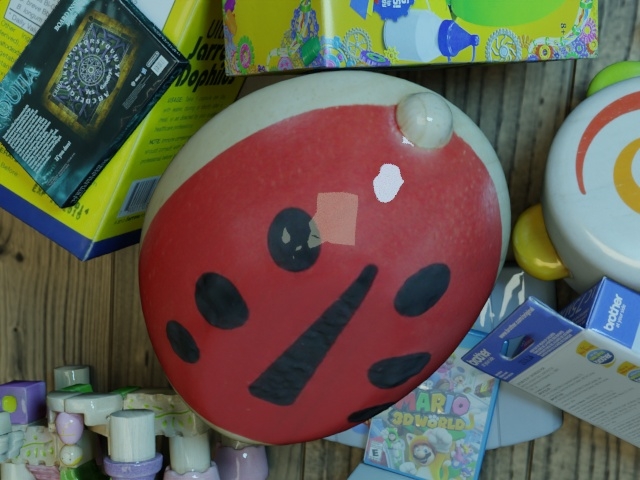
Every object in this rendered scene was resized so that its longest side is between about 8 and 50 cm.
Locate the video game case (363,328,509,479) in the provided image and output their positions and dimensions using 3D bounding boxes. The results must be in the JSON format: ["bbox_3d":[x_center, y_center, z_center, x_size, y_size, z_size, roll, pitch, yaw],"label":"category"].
[{"bbox_3d":[0.115,0.163,0.999,0.119,0.015,0.166,14,103,17],"label":"video game case"}]

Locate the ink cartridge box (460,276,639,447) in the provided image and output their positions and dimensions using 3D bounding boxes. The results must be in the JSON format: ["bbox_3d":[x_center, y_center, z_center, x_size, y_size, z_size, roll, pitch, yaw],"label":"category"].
[{"bbox_3d":[0.296,0.128,0.870,0.311,0.186,0.065,24,66,0],"label":"ink cartridge box"}]

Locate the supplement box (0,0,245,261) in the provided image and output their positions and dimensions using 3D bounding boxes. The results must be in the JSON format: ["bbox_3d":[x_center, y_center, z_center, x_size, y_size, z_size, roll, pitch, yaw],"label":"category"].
[{"bbox_3d":[-0.199,-0.189,1.008,0.194,0.195,0.357,32,108,11],"label":"supplement box"}]

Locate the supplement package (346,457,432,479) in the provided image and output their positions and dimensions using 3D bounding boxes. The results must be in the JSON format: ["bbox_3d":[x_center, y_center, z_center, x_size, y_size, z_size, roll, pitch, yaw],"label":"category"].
[{"bbox_3d":[0.069,0.297,1.003,0.105,0.179,0.105,14,102,16],"label":"supplement package"}]

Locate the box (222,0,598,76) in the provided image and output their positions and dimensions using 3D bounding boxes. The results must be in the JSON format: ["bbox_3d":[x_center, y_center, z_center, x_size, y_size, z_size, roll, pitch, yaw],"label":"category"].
[{"bbox_3d":[0.071,-0.290,0.833,0.177,0.279,0.290,11,107,58],"label":"box"}]

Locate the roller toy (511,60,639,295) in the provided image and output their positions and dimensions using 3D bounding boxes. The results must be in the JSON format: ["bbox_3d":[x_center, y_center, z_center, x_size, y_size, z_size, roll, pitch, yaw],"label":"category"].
[{"bbox_3d":[0.289,-0.032,0.871,0.191,0.146,0.209,30,79,16],"label":"roller toy"}]

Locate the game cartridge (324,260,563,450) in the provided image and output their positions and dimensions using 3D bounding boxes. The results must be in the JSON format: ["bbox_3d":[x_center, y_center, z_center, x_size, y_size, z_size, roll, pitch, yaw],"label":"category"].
[{"bbox_3d":[0.099,0.122,1.033,0.297,0.062,0.198,-3,94,19],"label":"game cartridge"}]

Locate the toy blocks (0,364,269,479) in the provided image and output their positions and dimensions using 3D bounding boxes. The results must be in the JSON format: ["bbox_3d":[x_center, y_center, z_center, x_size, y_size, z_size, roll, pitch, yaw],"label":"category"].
[{"bbox_3d":[-0.235,0.284,1.036,0.288,0.309,0.260,0,93,19],"label":"toy blocks"}]

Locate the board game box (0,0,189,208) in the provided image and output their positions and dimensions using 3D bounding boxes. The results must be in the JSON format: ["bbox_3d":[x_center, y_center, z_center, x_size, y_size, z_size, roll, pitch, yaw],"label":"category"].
[{"bbox_3d":[-0.221,-0.138,0.905,0.126,0.026,0.186,47,110,7],"label":"board game box"}]

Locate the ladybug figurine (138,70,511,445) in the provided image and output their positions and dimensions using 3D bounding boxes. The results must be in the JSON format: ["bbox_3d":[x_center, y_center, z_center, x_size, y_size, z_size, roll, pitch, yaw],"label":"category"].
[{"bbox_3d":[-0.011,0.044,0.848,0.305,0.162,0.449,20,139,-9],"label":"ladybug figurine"}]
